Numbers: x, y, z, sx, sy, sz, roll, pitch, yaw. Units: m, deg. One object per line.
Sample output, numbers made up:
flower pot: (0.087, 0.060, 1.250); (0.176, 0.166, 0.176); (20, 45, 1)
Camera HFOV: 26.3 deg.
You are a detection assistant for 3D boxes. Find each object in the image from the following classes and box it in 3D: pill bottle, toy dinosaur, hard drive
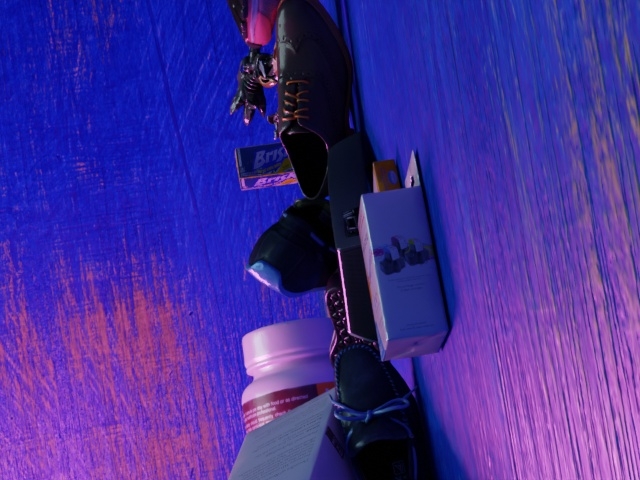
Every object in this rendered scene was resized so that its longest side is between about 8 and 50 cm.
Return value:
pill bottle: (-0.016, 0.347, 2.405); (0.224, 0.224, 0.392); (94, 167, -75)
toy dinosaur: (-0.016, -0.242, 1.933); (0.218, 0.164, 0.322); (172, 108, -73)
hard drive: (0.044, -0.006, 1.697); (0.255, 0.054, 0.172); (-94, -4, -56)

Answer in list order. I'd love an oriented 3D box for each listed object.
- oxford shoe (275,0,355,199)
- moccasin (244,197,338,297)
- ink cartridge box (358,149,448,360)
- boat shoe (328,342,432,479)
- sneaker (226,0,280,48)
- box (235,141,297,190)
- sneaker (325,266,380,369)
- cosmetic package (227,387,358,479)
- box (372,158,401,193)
oxford shoe: (-0.012, -0.185, 1.777); (0.098, 0.096, 0.271); (-44, -56, -59)
moccasin: (0.000, 0.000, 1.917); (0.117, 0.137, 0.342); (-60, -2, 13)
ink cartridge box: (0.075, 0.016, 1.325); (0.104, 0.061, 0.181); (93, 169, -73)
boat shoe: (0.080, 0.231, 1.577); (0.258, 0.109, 0.089); (65, -170, 22)
sneaker: (-0.050, -0.379, 1.765); (0.314, 0.136, 0.116); (96, 160, -44)
box: (-0.048, -0.123, 2.160); (0.059, 0.168, 0.054); (90, 171, -72)
sneaker: (0.061, 0.103, 1.913); (0.235, 0.084, 0.097); (86, -162, -46)
cosmetic package: (-0.008, 0.359, 1.566); (0.217, 0.156, 0.385); (56, -163, -14)
box: (0.078, -0.017, 1.513); (0.136, 0.028, 0.081); (82, 178, -56)
